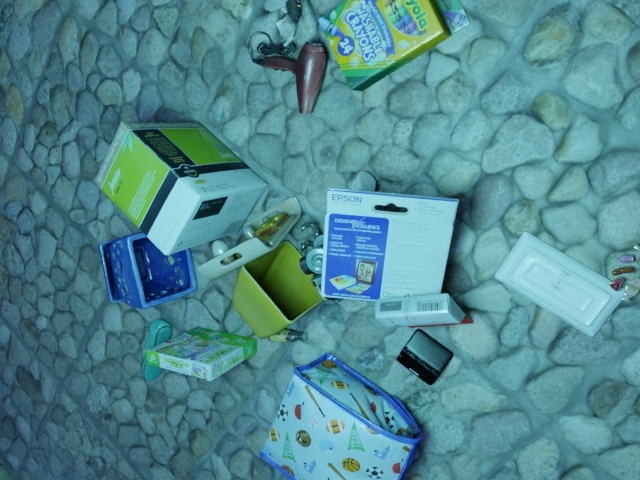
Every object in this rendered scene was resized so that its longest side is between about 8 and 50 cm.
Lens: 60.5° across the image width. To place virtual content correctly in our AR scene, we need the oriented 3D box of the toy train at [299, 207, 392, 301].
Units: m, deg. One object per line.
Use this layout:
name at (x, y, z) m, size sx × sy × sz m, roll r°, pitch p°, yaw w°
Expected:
toy train at (0.110, 0.050, 1.476) m, size 0.333 × 0.142 × 0.190 m, roll -24°, pitch 105°, yaw 20°

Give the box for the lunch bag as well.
lunch bag at (0.071, 0.570, 1.574) m, size 0.385 × 0.239 × 0.328 m, roll 29°, pitch 111°, yaw 26°

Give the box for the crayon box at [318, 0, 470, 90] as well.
crayon box at (0.176, -0.544, 1.367) m, size 0.322 × 0.083 × 0.203 m, roll -26°, pitch 89°, yaw 28°

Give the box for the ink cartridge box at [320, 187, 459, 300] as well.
ink cartridge box at (0.159, 0.013, 1.341) m, size 0.303 × 0.072 × 0.307 m, roll 6°, pitch 118°, yaw 4°

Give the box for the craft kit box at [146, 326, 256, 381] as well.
craft kit box at (-0.371, 0.352, 1.740) m, size 0.246 × 0.250 × 0.061 m, roll 9°, pitch 103°, yaw 24°

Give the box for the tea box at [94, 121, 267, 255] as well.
tea box at (-0.397, -0.167, 1.598) m, size 0.323 × 0.329 × 0.220 m, roll 44°, pitch 117°, yaw 14°

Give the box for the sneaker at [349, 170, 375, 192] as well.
sneaker at (0.089, -0.088, 1.452) m, size 0.080 × 0.212 × 0.094 m, roll 35°, pitch 133°, yaw -12°

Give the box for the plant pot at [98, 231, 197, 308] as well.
plant pot at (-0.577, 0.085, 1.804) m, size 0.212 × 0.236 × 0.236 m, roll -5°, pitch 98°, yaw 34°

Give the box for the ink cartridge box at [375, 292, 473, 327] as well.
ink cartridge box at (0.270, 0.204, 1.400) m, size 0.189 × 0.232 × 0.066 m, roll -9°, pitch 56°, yaw 28°

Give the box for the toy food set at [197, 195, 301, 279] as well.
toy food set at (-0.196, -0.019, 1.550) m, size 0.219 × 0.306 × 0.092 m, roll -27°, pitch 105°, yaw 28°

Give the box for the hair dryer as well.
hair dryer at (-0.074, -0.489, 1.528) m, size 0.223 × 0.080 × 0.294 m, roll -27°, pitch 82°, yaw 44°

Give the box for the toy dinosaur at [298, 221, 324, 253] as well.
toy dinosaur at (0.000, 0.000, 1.586) m, size 0.118 × 0.064 × 0.268 m, roll 10°, pitch 105°, yaw 10°

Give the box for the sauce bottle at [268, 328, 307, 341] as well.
sauce bottle at (-0.103, 0.296, 1.712) m, size 0.128 × 0.042 × 0.042 m, roll -4°, pitch 99°, yaw 25°

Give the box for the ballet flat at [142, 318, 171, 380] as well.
ballet flat at (-0.591, 0.382, 1.965) m, size 0.087 × 0.083 × 0.247 m, roll 40°, pitch 118°, yaw 41°

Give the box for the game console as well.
game console at (0.290, 0.326, 1.535) m, size 0.122 × 0.071 × 0.107 m, roll 36°, pitch 144°, yaw 17°

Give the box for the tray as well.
tray at (0.576, 0.108, 1.333) m, size 0.270 × 0.030 × 0.145 m, roll 34°, pitch 113°, yaw 17°

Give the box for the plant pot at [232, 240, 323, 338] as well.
plant pot at (-0.137, 0.164, 1.617) m, size 0.212 × 0.212 × 0.187 m, roll 49°, pitch 130°, yaw 9°

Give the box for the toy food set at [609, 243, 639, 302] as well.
toy food set at (0.709, 0.072, 1.260) m, size 0.078 × 0.019 × 0.122 m, roll 36°, pitch 108°, yaw 18°

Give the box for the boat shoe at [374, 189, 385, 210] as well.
boat shoe at (0.148, -0.093, 1.509) m, size 0.035 × 0.035 × 0.100 m, roll 49°, pitch 125°, yaw 41°
